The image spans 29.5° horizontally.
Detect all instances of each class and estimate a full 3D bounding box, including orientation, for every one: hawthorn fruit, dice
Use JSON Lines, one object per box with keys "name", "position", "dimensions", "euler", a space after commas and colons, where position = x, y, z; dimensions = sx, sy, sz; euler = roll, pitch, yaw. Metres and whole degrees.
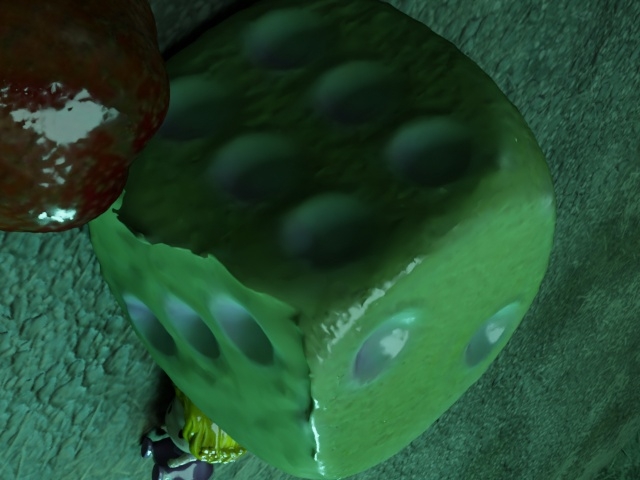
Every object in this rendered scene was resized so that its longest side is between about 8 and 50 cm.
{"name": "hawthorn fruit", "position": [-0.180, -0.094, 0.624], "dimensions": [0.203, 0.162, 0.163], "euler": [27, 102, -44]}
{"name": "dice", "position": [0.000, 0.000, 0.871], "dimensions": [0.254, 0.252, 0.250], "euler": [-40, 150, -21]}

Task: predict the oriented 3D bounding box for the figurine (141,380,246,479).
{"name": "figurine", "position": [-0.087, 0.155, 1.102], "dimensions": [0.114, 0.095, 0.156], "euler": [-10, 137, -37]}
